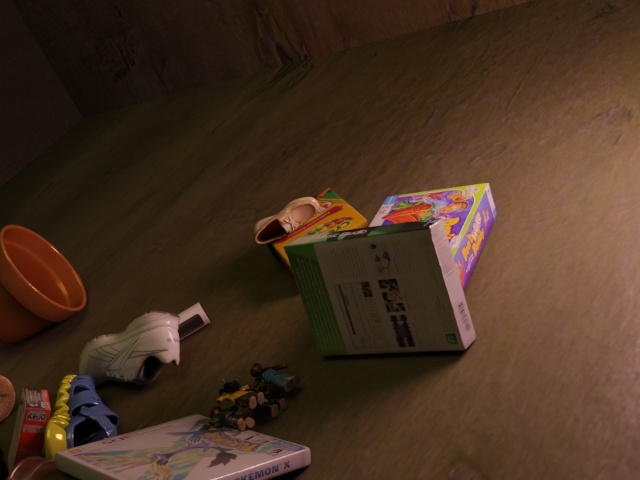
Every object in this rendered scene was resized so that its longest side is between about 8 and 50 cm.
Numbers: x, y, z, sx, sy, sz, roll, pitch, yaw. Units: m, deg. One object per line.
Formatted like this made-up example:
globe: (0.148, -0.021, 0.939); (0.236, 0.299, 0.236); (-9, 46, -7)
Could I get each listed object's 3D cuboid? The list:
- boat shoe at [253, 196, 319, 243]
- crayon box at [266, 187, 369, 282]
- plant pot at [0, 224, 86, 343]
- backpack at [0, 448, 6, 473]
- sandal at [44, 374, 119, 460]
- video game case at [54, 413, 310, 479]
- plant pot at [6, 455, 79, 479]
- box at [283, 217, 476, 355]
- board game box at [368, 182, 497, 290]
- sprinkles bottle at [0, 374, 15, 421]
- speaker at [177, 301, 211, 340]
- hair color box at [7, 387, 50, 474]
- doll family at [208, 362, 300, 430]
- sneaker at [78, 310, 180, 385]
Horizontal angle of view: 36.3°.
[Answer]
boat shoe: (-0.077, -0.038, 2.203); (0.170, 0.063, 0.059); (-29, 26, 20)
crayon box: (0.000, 0.000, 2.215); (0.202, 0.081, 0.318); (-31, 26, -7)
plant pot: (-0.788, 0.131, 2.554); (0.203, 0.291, 0.291); (-41, 23, 11)
backpack: (-0.810, 0.477, 2.014); (0.253, 0.191, 0.225); (-41, 26, -13)
sandal: (-0.474, 0.368, 1.979); (0.138, 0.126, 0.317); (1, 19, -9)
video game case: (-0.234, 0.366, 1.643); (0.300, 0.036, 0.329); (-8, 8, -42)
plant pot: (-0.438, 0.460, 1.712); (0.165, 0.167, 0.167); (-7, 31, 21)
box: (0.102, 0.090, 1.766); (0.322, 0.232, 0.058); (-7, 17, 35)
board game box: (0.197, 0.013, 1.949); (0.233, 0.078, 0.347); (-7, 28, 28)
sprinkles bottle: (-0.869, 0.360, 2.352); (0.355, 0.121, 0.121); (3, 39, 46)
speaker: (-0.317, 0.195, 2.191); (0.136, 0.055, 0.055); (-30, 25, -6)
hair color box: (-0.588, 0.394, 1.971); (0.053, 0.167, 0.093); (9, 15, -23)
doll family: (-0.128, 0.282, 1.804); (0.193, 0.076, 0.111); (-14, 14, -42)
sneaker: (-0.417, 0.258, 2.107); (0.297, 0.111, 0.129); (-31, 59, 31)
